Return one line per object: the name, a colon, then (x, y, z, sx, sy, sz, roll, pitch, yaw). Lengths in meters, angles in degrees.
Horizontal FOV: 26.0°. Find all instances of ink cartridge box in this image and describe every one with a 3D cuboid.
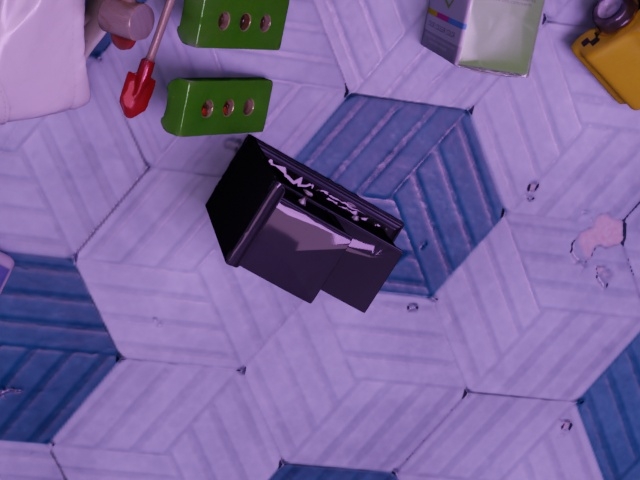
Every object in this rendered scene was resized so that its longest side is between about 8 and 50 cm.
ink cartridge box: (0.138, -0.238, 1.062, 0.062, 0.109, 0.209, 8, 105, -13)

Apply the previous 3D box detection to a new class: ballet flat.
ballet flat: (-0.182, -0.273, 0.998, 0.139, 0.139, 0.400, 11, 109, -13)

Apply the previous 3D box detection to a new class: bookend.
bookend: (0.000, 0.000, 1.085, 0.156, 0.157, 0.072, 29, 100, -16)

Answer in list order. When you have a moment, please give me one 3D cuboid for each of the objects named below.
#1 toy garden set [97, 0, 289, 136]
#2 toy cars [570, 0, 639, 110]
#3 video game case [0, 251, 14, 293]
toy garden set: (-0.096, -0.200, 1.015, 0.049, 0.204, 0.244, 20, 107, 30)
toy cars: (0.404, -0.184, 1.115, 0.394, 0.087, 0.176, -7, 130, -9)
video game case: (-0.439, 0.076, 1.026, 0.329, 0.036, 0.299, 28, 78, -21)
